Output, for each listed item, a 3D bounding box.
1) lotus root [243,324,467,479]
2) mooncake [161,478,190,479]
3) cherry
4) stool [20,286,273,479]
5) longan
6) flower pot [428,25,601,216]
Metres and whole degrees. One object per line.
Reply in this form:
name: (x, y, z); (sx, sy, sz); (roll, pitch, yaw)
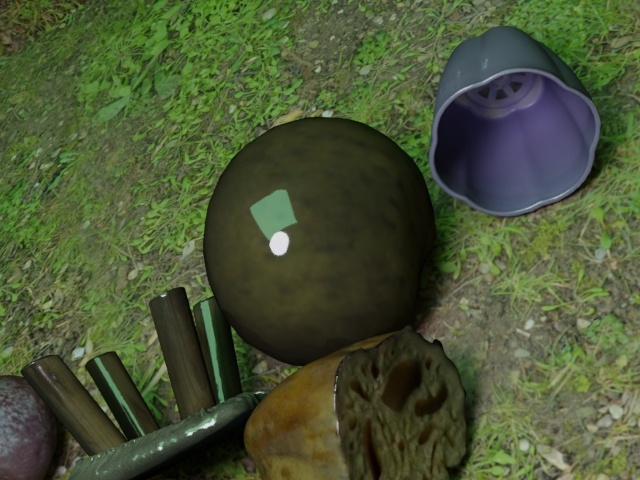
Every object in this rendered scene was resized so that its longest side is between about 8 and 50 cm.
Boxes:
lotus root: (0.056, 0.287, 1.297); (0.250, 0.316, 0.316); (-23, 42, 44)
mooncake: (-0.250, 0.446, 1.374); (0.228, 0.228, 0.124); (-32, 54, 8)
cherry: (-0.578, 0.360, 1.685); (0.235, 0.213, 0.286); (-9, 41, 18)
stool: (-0.249, 0.231, 1.450); (0.310, 0.310, 0.226); (-29, 81, 7)
longan: (0.000, 0.000, 1.492); (0.336, 0.404, 0.405); (-37, 30, 54)
flower pot: (0.303, -0.213, 1.541); (0.265, 0.265, 0.243); (-20, 33, 20)
